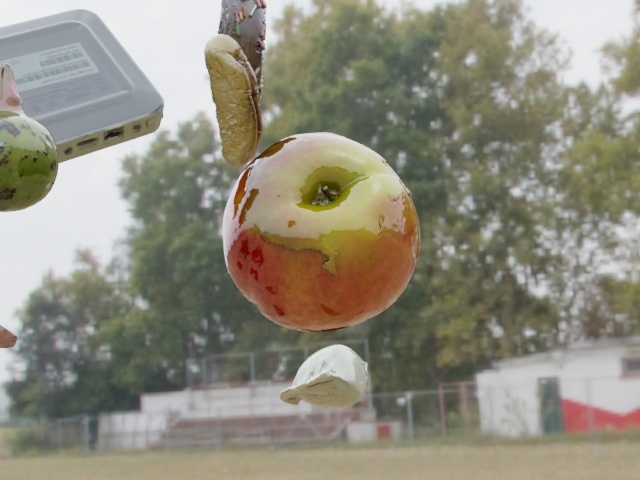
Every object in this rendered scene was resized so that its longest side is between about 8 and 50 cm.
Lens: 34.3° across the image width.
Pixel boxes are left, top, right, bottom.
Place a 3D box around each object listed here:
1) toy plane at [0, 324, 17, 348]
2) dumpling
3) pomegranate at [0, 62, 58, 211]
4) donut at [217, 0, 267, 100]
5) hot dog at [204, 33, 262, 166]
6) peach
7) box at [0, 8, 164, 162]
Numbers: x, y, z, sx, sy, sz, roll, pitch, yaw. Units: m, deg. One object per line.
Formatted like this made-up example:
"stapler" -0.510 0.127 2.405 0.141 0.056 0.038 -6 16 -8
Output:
"toy plane" -0.623 0.212 1.598 0.104 0.326 0.223 9 -44 39
"dumpling" 0.001 0.295 2.138 0.179 0.131 0.252 -22 -5 15
"pomegranate" -0.544 -0.172 1.727 0.214 0.248 0.214 4 4 0
"donut" -0.163 -0.395 2.128 0.103 0.270 0.270 4 -10 -4
"hot dog" -0.149 -0.251 1.870 0.073 0.243 0.084 -3 21 14
"peach" 0.000 0.000 1.774 0.369 0.370 0.370 -3 -10 -1
"box" -0.563 -0.327 2.187 0.367 0.373 0.090 -24 -30 -30
